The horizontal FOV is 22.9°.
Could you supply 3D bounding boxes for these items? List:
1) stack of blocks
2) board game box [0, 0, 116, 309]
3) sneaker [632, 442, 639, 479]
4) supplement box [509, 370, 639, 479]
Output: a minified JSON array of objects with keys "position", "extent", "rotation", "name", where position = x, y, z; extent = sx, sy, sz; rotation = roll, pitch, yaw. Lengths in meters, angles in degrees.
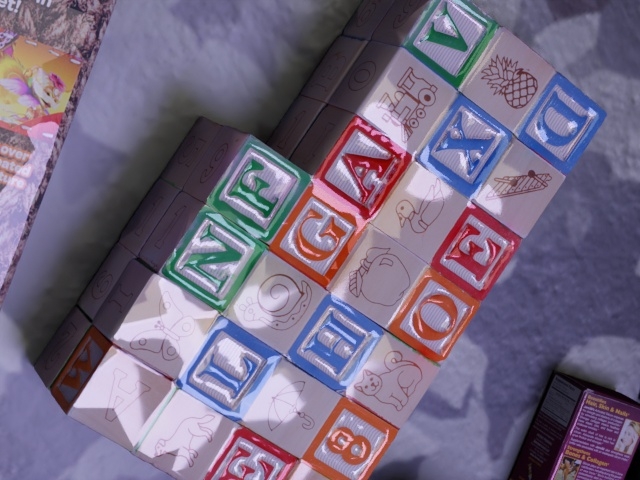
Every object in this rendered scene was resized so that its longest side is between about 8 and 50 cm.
[{"position":[0.000,0.000,0.872],"extent":[0.171,0.087,0.297],"rotation":[35,88,-24],"name":"stack of blocks"},{"position":[-0.243,-0.080,0.728],"extent":[0.232,0.141,0.291],"rotation":[20,94,-24],"name":"board game box"},{"position":[0.273,0.164,1.018],"extent":[0.124,0.107,0.283],"rotation":[9,97,-34],"name":"sneaker"},{"position":[0.162,0.132,0.991],"extent":[0.055,0.043,0.083],"rotation":[21,95,-24],"name":"supplement box"}]
